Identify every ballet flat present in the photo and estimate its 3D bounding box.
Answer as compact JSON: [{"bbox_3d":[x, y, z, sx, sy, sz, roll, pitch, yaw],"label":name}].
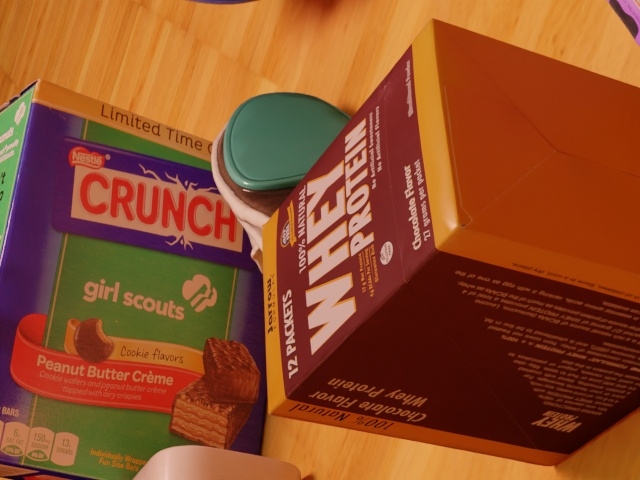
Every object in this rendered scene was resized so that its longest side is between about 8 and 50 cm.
[{"bbox_3d":[0.000,0.000,1.037,0.139,0.139,0.400,-68,23,15],"label":"ballet flat"}]

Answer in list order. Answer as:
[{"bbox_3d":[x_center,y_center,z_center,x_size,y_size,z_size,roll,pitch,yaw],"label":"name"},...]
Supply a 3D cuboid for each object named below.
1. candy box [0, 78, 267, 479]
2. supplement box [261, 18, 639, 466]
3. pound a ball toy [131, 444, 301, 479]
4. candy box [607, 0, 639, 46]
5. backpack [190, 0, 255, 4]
[{"bbox_3d":[-0.174,0.057,1.187,0.122,0.268,0.317,-19,59,53],"label":"candy box"},{"bbox_3d":[0.095,0.013,0.737,0.194,0.191,0.129,-49,36,46],"label":"supplement box"},{"bbox_3d":[-0.110,0.310,0.985,0.136,0.208,0.319,-47,36,47],"label":"pound a ball toy"},{"bbox_3d":[0.225,-0.209,0.732,0.196,0.070,0.165,-60,29,31],"label":"candy box"},{"bbox_3d":[-0.083,-0.335,1.228,0.263,0.213,0.276,17,58,39],"label":"backpack"}]
